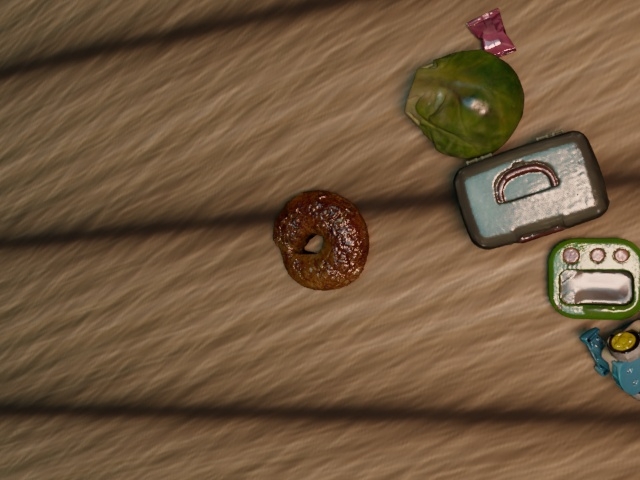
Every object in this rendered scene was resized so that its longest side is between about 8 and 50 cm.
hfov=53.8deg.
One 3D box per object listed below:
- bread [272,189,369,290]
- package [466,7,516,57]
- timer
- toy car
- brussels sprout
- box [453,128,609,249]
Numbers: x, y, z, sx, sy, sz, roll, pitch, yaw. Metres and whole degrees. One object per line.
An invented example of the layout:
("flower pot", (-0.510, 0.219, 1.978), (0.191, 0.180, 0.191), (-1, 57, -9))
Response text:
("bread", (0.000, 0.000, 1.133), (0.193, 0.064, 0.193), (2, 95, 22))
("package", (0.280, -0.334, 1.036), (0.059, 0.029, 0.083), (-20, 77, 16))
("timer", (0.431, 0.060, 0.991), (0.140, 0.047, 0.128), (-1, 91, 20))
("toy car", (0.486, 0.148, 0.955), (0.161, 0.098, 0.126), (-42, 122, -5))
("brussels sprout", (0.229, -0.221, 1.003), (0.181, 0.144, 0.161), (30, 137, 4))
("box", (0.322, -0.076, 0.979), (0.210, 0.129, 0.148), (-18, 87, 20))
